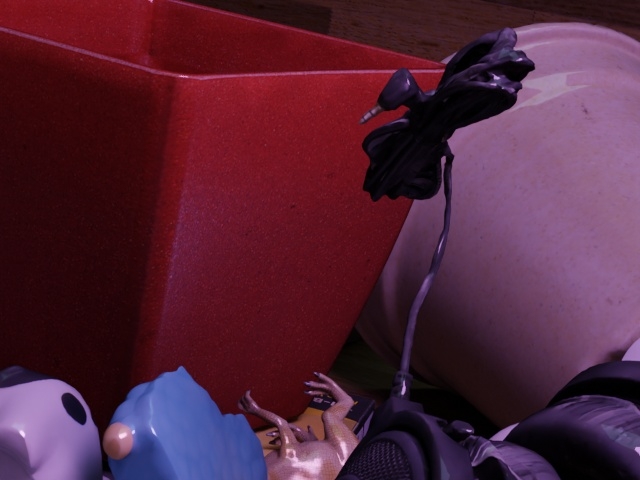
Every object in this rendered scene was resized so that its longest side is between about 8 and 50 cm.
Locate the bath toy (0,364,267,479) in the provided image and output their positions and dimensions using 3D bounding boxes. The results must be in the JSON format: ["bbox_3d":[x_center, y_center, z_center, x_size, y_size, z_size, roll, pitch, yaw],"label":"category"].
[{"bbox_3d":[-0.210,0.133,0.888,0.348,0.151,0.129,-3,17,15],"label":"bath toy"}]

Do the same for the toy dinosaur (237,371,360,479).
[{"bbox_3d":[0.007,0.125,0.984,0.183,0.053,0.092,-3,37,-31],"label":"toy dinosaur"}]

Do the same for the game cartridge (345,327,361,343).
[{"bbox_3d":[0.000,0.000,1.423,0.068,0.230,0.355,38,24,21],"label":"game cartridge"}]

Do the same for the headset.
[{"bbox_3d":[0.104,0.116,0.729,0.243,0.394,0.185,-8,-22,-33],"label":"headset"}]

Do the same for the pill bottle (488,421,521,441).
[{"bbox_3d":[0.171,0.178,0.943,0.283,0.160,0.160,2,15,-24],"label":"pill bottle"}]

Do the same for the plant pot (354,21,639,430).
[{"bbox_3d":[0.217,0.046,1.276,0.334,0.333,0.305,3,26,-24],"label":"plant pot"}]

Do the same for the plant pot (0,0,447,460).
[{"bbox_3d":[-0.109,-0.015,1.039,0.267,0.235,0.267,17,16,35],"label":"plant pot"}]

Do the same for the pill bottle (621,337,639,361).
[{"bbox_3d":[0.259,0.115,1.093,0.152,0.086,0.086,32,-1,-33],"label":"pill bottle"}]

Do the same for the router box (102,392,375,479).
[{"bbox_3d":[-0.141,0.136,1.077,0.309,0.081,0.243,11,14,10],"label":"router box"}]
